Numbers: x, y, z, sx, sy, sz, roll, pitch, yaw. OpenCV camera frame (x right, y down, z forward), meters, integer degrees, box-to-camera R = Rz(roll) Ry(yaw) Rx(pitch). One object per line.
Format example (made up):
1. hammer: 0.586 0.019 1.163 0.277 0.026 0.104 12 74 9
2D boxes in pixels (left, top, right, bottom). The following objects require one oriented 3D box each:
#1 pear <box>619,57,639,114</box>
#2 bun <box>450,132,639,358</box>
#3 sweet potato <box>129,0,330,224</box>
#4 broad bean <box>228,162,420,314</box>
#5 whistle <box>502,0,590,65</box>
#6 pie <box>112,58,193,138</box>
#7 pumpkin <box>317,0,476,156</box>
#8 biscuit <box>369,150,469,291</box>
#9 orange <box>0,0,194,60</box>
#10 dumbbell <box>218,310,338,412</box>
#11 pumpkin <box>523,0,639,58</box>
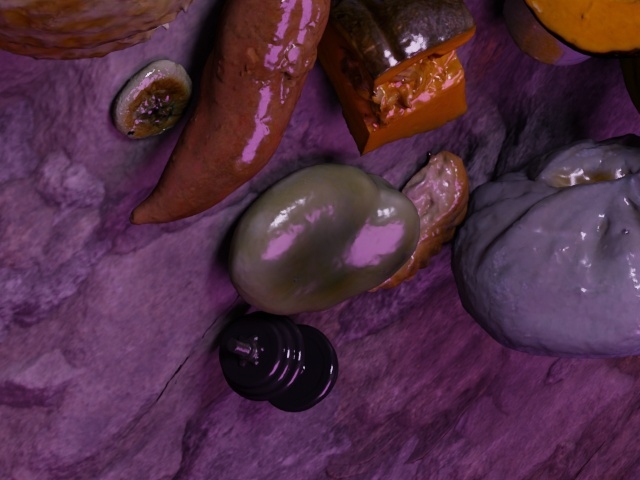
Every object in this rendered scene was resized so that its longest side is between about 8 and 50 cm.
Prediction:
1. pear: 0.500 -0.234 1.814 0.413 0.352 0.352 -22 143 -52
2. bun: 0.317 -0.010 1.894 0.354 0.354 0.194 -26 122 -31
3. sweet potato: -0.052 -0.156 1.437 0.106 0.095 0.355 15 111 -30
4. broad bean: 0.000 0.000 1.710 0.228 0.100 0.169 10 112 -41
5. whistle: 0.266 -0.236 1.744 0.123 0.123 0.223 -55 163 15
6. pie: -0.143 -0.120 1.449 0.084 0.021 0.084 -31 146 -24
7. pumpkin: 0.065 -0.179 1.555 0.131 0.126 0.248 -33 165 -12
8. biscuit: 0.109 -0.012 1.858 0.183 0.061 0.118 -52 151 8
9. orange: -0.163 -0.254 1.086 0.271 0.210 0.369 -35 146 -14
10. dumbbell: -0.044 0.130 1.796 0.099 0.099 0.208 -50 151 7
11. pumpkin: 0.288 -0.353 1.561 0.232 0.242 0.325 -52 153 -49
